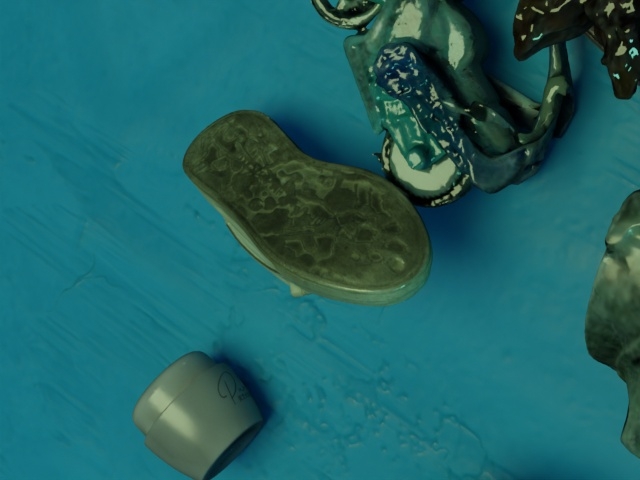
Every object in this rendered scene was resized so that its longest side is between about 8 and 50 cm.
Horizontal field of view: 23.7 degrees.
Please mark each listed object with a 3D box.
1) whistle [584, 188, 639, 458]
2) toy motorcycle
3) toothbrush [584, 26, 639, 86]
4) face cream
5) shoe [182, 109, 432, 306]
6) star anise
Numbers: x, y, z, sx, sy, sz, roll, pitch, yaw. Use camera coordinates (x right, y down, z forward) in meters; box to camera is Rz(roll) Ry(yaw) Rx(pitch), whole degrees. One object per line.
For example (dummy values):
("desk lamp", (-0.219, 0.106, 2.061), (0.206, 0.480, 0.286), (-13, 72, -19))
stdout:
("whistle", (0.342, -0.022, 1.165), (0.168, 0.188, 0.405), (27, 110, 29))
("toy motorcycle", (0.113, -0.165, 1.328), (0.206, 0.154, 0.260), (-22, 89, 23))
("toothbrush", (0.168, -0.262, 1.350), (0.354, 0.024, 0.029), (48, 111, 20))
("face cream", (-0.125, 0.179, 1.555), (0.104, 0.117, 0.117), (42, 118, 12))
("shoe", (0.000, 0.000, 1.422), (0.124, 0.159, 0.316), (-40, 47, -11))
("star anise", (0.247, -0.235, 1.185), (0.236, 0.109, 0.223), (-17, 52, 9))
